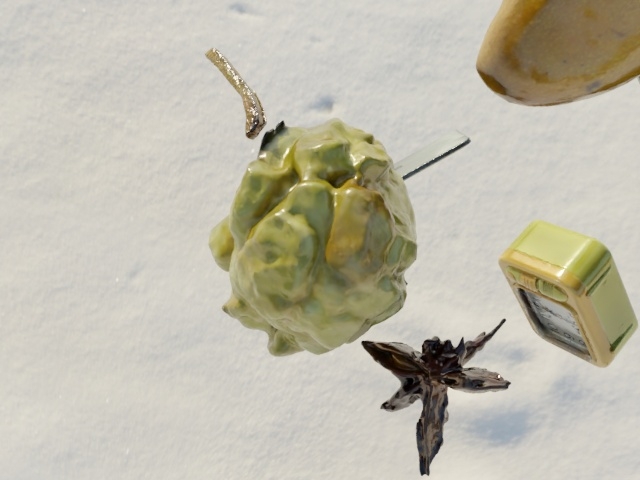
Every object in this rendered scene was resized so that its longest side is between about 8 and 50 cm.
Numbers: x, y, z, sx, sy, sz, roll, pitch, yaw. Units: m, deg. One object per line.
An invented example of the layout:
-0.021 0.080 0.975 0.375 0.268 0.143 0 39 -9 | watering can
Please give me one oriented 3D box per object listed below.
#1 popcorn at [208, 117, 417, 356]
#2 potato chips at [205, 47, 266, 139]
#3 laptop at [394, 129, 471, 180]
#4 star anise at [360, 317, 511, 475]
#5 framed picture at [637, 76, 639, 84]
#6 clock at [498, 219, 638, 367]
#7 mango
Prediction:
0.000 0.000 0.825 0.215 0.252 0.286 32 15 4 | popcorn
-0.110 -0.200 1.023 0.037 0.026 0.204 -34 50 6 | potato chips
0.140 -0.123 1.414 0.269 0.187 0.015 -29 101 8 | laptop
0.141 0.148 0.862 0.144 0.140 0.158 10 42 -57 | star anise
0.338 -0.224 0.816 0.208 0.019 0.281 59 17 -14 | framed picture
0.346 0.076 1.096 0.096 0.143 0.202 -48 128 -15 | clock
0.233 -0.236 0.600 0.177 0.294 0.120 21 31 -12 | mango
